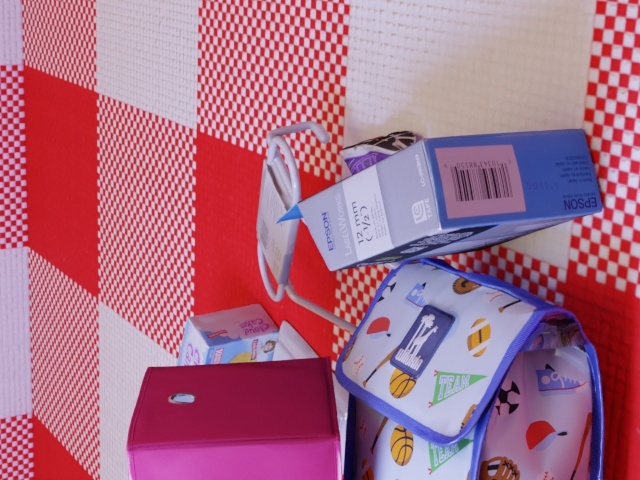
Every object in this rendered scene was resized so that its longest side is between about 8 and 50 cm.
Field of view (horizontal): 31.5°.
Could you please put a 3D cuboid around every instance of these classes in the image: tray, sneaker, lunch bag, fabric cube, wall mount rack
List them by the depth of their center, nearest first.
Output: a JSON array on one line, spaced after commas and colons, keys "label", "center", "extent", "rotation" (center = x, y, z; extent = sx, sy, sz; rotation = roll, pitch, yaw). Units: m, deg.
[{"label": "lunch bag", "center": [0.178, 0.232, 1.416], "extent": [0.328, 0.239, 0.385], "rotation": [23, 111, 61]}, {"label": "fabric cube", "center": [-0.102, 0.318, 1.488], "extent": [0.254, 0.258, 0.259], "rotation": [-95, 2, -73]}, {"label": "sneaker", "center": [0.093, -0.117, 1.658], "extent": [0.170, 0.068, 0.071], "rotation": [-6, 106, 67]}, {"label": "wall mount rack", "center": [0.000, 0.000, 1.718], "extent": [0.350, 0.130, 0.304], "rotation": [101, 149, -54]}, {"label": "tray", "center": [-0.018, 0.267, 1.926], "extent": [0.270, 0.030, 0.145], "rotation": [45, 133, 44]}]

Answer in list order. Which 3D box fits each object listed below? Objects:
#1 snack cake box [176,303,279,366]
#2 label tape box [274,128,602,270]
[{"label": "snack cake box", "center": [-0.181, 0.252, 2.064], "extent": [0.089, 0.152, 0.264], "rotation": [49, 135, 40]}, {"label": "label tape box", "center": [0.135, -0.035, 1.417], "extent": [0.348, 0.249, 0.115], "rotation": [-26, 74, 56]}]
